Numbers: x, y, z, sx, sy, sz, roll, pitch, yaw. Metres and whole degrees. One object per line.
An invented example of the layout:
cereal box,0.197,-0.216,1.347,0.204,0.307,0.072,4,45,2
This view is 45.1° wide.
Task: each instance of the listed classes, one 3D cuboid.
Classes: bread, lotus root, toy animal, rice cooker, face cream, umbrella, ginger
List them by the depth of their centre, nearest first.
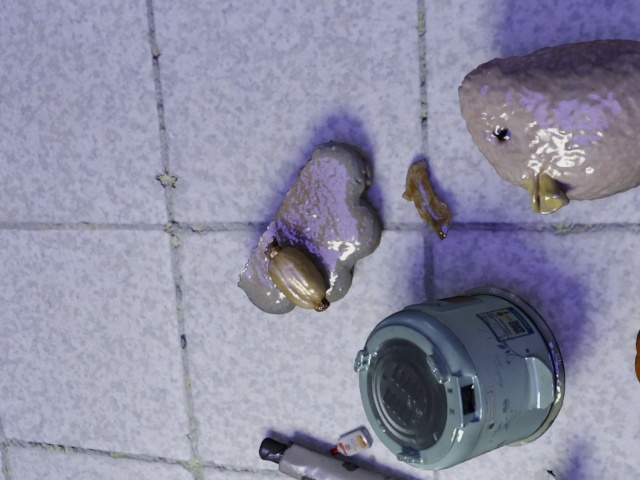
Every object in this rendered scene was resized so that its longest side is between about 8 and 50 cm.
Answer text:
toy animal,0.390,-0.172,1.118,0.358,0.188,0.226,-3,112,19
rice cooker,0.226,0.213,1.214,0.317,0.317,0.264,-9,88,21
lotus root,-0.042,0.059,1.282,0.073,0.062,0.150,-40,93,12
ginger,0.181,-0.066,1.296,0.057,0.044,0.137,-34,83,52
bread,0.000,-0.002,1.345,0.183,0.102,0.337,34,109,5
umbrella,0.040,0.446,1.446,0.337,0.067,0.073,18,150,15
face cream,0.056,0.385,1.453,0.083,0.021,0.040,-30,90,23

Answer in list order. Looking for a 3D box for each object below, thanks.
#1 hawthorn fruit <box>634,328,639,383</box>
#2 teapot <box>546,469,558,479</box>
hawthorn fruit,0.588,0.166,1.139,0.225,0.196,0.196,-32,91,-3
teapot,0.440,0.579,1.250,0.280,0.252,0.424,-31,91,-1
